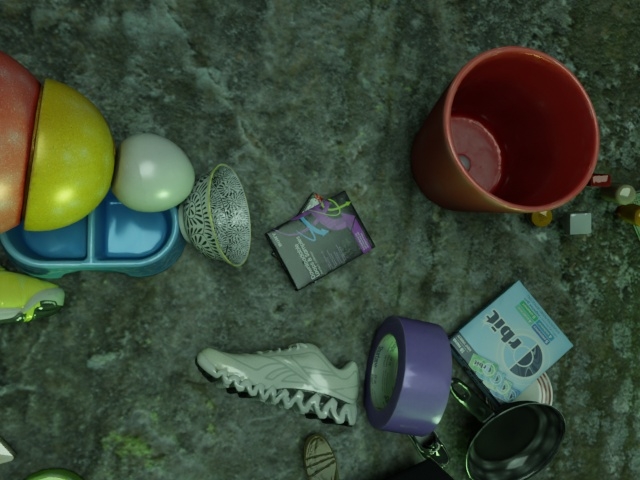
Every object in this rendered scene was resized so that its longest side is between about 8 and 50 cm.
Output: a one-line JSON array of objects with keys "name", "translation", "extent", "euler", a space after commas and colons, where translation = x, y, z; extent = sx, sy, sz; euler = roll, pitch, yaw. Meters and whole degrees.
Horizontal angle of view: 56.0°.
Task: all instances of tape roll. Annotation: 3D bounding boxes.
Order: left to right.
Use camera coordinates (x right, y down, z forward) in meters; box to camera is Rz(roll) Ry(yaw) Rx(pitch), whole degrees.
[{"name": "tape roll", "translation": [0.141, 0.225, 1.005], "extent": [0.080, 0.189, 0.189], "euler": [13, 81, -11]}]

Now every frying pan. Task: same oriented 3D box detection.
[{"name": "frying pan", "translation": [0.290, 0.339, 1.050], "extent": [0.326, 0.053, 0.197], "euler": [21, 108, -24]}]

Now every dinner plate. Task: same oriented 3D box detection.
[{"name": "dinner plate", "translation": [0.375, 0.294, 1.142], "extent": [0.141, 0.017, 0.141], "euler": [1, 83, -12]}]

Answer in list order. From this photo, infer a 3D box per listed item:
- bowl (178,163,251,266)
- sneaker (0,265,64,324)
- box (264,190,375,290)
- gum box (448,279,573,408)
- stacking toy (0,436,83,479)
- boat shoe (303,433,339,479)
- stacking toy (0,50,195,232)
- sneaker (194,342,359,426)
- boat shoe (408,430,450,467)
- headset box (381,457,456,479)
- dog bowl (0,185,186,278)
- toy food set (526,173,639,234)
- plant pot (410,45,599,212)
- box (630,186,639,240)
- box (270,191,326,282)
[{"name": "bowl", "translation": [-0.181, -0.036, 0.988], "extent": [0.080, 0.170, 0.170], "euler": [-8, 86, 13]}, {"name": "sneaker", "translation": [-0.574, 0.041, 0.878], "extent": [0.385, 0.145, 0.147], "euler": [11, 82, -14]}, {"name": "box", "translation": [0.000, 0.000, 1.048], "extent": [0.162, 0.029, 0.116], "euler": [-30, 92, -14]}, {"name": "gum box", "translation": [0.348, 0.192, 1.121], "extent": [0.184, 0.041, 0.157], "euler": [-37, 84, -14]}, {"name": "stacking toy", "translation": [-0.499, 0.439, 0.859], "extent": [0.309, 0.130, 0.279], "euler": [39, 77, -7]}, {"name": "boat shoe", "translation": [0.008, 0.407, 1.033], "extent": [0.056, 0.048, 0.153], "euler": [-21, 83, -9]}, {"name": "stacking toy", "translation": [-0.412, -0.117, 0.824], "extent": [0.480, 0.350, 0.350], "euler": [10, 82, -28]}, {"name": "sneaker", "translation": [-0.065, 0.221, 1.007], "extent": [0.292, 0.110, 0.118], "euler": [22, 72, -19]}, {"name": "boat shoe", "translation": [0.192, 0.360, 1.080], "extent": [0.046, 0.038, 0.125], "euler": [-37, 93, -14]}, {"name": "headset box", "translation": [0.132, 0.528, 0.972], "extent": [0.246, 0.131, 0.283], "euler": [-18, 102, -15]}, {"name": "dog bowl", "translation": [-0.364, -0.024, 0.970], "extent": [0.297, 0.074, 0.166], "euler": [0, 84, -14]}, {"name": "toy food set", "translation": [0.520, -0.077, 1.193], "extent": [0.232, 0.104, 0.111], "euler": [-4, 99, 4]}, {"name": "plant pot", "translation": [0.292, -0.162, 1.054], "extent": [0.275, 0.243, 0.275], "euler": [2, 83, -14]}, {"name": "box", "translation": [0.734, 0.014, 1.182], "extent": [0.087, 0.169, 0.290], "euler": [-21, 88, -17]}, {"name": "box", "translation": [-0.013, -0.005, 1.075], "extent": [0.094, 0.027, 0.137], "euler": [35, 77, -9]}]
